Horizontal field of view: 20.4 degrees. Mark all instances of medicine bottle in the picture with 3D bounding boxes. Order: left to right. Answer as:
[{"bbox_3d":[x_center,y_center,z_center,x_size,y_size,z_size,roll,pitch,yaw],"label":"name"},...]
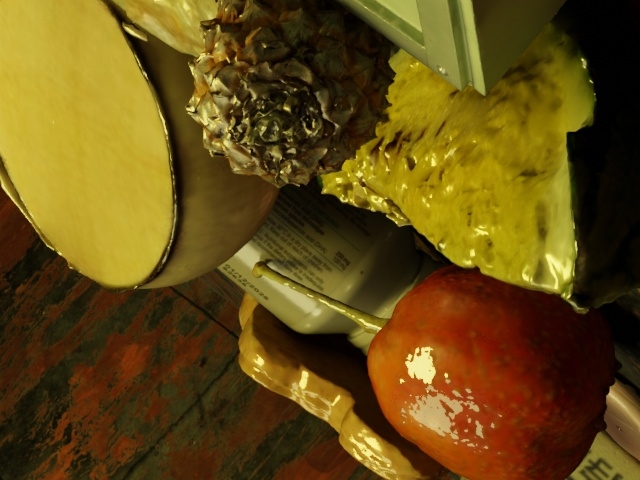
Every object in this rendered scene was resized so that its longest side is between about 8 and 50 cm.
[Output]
[{"bbox_3d":[0.000,0.000,1.373,0.215,0.135,0.135,39,173,-9],"label":"medicine bottle"}]

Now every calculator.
[{"bbox_3d":[0.249,0.148,1.405,0.166,0.024,0.103,48,170,-37],"label":"calculator"}]

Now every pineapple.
[{"bbox_3d":[-0.013,-0.095,0.767,0.103,0.083,0.221,6,-148,3],"label":"pineapple"}]

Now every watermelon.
[{"bbox_3d":[0.085,-0.038,0.763,0.123,0.129,0.301,46,177,-18],"label":"watermelon"}]

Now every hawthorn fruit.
[{"bbox_3d":[0.067,0.063,1.228,0.285,0.165,0.165,25,168,18],"label":"hawthorn fruit"}]

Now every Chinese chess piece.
[{"bbox_3d":[-0.136,-0.092,1.229,0.257,0.104,0.257,28,130,38],"label":"Chinese chess piece"}]

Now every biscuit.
[{"bbox_3d":[0.056,0.107,1.460,0.269,0.051,0.376,22,-161,-8],"label":"biscuit"}]

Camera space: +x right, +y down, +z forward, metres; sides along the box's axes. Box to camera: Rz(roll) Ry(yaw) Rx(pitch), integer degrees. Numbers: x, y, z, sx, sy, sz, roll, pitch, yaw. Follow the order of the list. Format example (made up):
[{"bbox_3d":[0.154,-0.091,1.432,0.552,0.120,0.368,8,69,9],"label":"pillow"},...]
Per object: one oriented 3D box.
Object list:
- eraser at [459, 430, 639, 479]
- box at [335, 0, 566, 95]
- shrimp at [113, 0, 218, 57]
[{"bbox_3d":[0.241,0.241,1.595,0.210,0.124,0.068,41,171,3],"label":"eraser"},{"bbox_3d":[0.021,-0.153,0.596,0.129,0.086,0.225,38,171,19],"label":"box"},{"bbox_3d":[-0.121,-0.214,0.962,0.360,0.085,0.247,45,167,2],"label":"shrimp"}]
